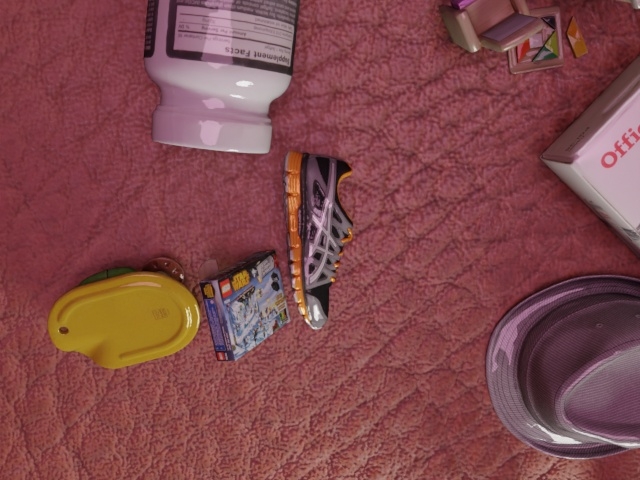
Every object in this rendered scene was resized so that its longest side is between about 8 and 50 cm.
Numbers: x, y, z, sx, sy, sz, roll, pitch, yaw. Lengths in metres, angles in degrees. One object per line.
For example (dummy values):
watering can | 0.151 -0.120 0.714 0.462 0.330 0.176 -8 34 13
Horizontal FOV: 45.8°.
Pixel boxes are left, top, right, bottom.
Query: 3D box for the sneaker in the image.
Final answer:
sneaker | 0.000 0.000 0.901 0.083 0.084 0.215 -3 98 -7

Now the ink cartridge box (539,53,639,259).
ink cartridge box | 0.437 -0.074 0.887 0.283 0.117 0.207 43 95 -8

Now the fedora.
fedora | 0.352 0.169 0.919 0.275 0.124 0.244 -7 99 -1

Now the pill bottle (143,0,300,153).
pill bottle | -0.105 -0.240 0.818 0.162 0.162 0.278 6 100 -3

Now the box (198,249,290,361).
box | -0.085 0.072 0.882 0.027 0.137 0.094 -6 100 26

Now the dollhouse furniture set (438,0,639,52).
dollhouse furniture set | 0.228 -0.384 0.744 0.286 0.198 0.303 -31 116 0

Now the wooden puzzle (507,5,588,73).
wooden puzzle | 0.258 -0.241 0.906 0.116 0.014 0.078 -16 99 1

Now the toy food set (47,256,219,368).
toy food set | -0.215 0.076 0.917 0.218 0.071 0.128 -13 123 2
